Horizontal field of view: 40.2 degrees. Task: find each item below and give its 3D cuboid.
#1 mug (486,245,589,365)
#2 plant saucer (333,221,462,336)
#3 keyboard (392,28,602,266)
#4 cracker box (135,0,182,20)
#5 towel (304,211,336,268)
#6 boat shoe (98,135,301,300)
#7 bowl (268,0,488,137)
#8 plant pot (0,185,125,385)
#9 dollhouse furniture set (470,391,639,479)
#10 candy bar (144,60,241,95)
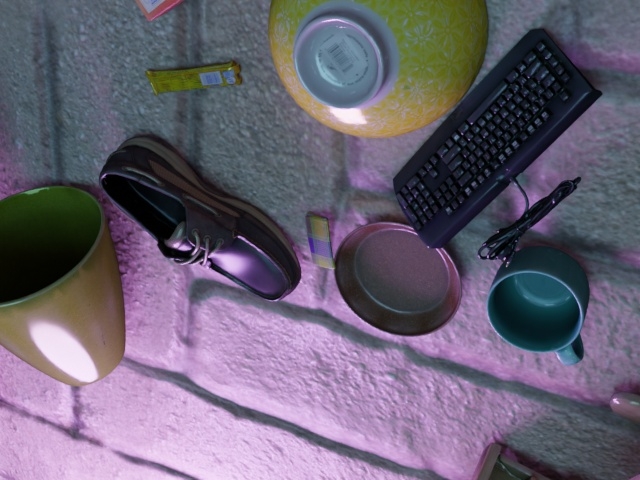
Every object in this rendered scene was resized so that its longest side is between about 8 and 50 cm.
[{"bbox_3d":[0.300,0.084,1.198,0.130,0.097,0.157,7,122,21],"label":"mug"},{"bbox_3d":[0.117,0.053,1.303,0.199,0.036,0.198,11,122,19],"label":"plant saucer"},{"bbox_3d":[0.231,-0.094,1.126,0.201,0.033,0.317,54,129,16],"label":"keyboard"},{"bbox_3d":[-0.224,-0.432,1.155,0.156,0.067,0.232,-22,108,33],"label":"cracker box"},{"bbox_3d":[0.000,0.000,1.319,0.060,0.009,0.083,13,117,55],"label":"towel"},{"bbox_3d":[-0.195,-0.013,1.350,0.355,0.130,0.132,35,127,2],"label":"boat shoe"},{"bbox_3d":[0.048,-0.243,1.085,0.290,0.156,0.289,11,122,19],"label":"bowl"},{"bbox_3d":[-0.445,0.107,1.480,0.275,0.274,0.293,6,136,22],"label":"plant pot"},{"bbox_3d":[0.355,0.379,1.202,0.257,0.362,0.394,25,156,8],"label":"dollhouse furniture set"},{"bbox_3d":[-0.187,-0.238,1.283,0.162,0.018,0.040,-2,121,25],"label":"candy bar"}]
